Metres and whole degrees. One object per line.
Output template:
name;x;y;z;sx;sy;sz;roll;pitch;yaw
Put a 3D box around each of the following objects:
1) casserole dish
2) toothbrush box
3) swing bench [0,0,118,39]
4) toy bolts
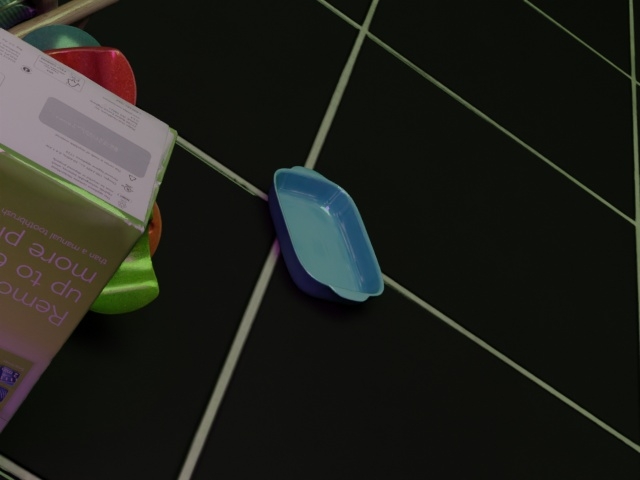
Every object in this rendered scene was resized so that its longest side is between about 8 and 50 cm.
casserole dish;0.000;0.000;1.348;0.114;0.037;0.188;14;40;-34
toothbrush box;-0.259;0.002;0.857;0.206;0.283;0.122;31;35;-16
swing bench;-0.368;-0.232;1.135;0.253;0.165;0.254;46;34;8
toy bolts;-0.241;-0.067;1.067;0.218;0.229;0.158;-4;19;-18
